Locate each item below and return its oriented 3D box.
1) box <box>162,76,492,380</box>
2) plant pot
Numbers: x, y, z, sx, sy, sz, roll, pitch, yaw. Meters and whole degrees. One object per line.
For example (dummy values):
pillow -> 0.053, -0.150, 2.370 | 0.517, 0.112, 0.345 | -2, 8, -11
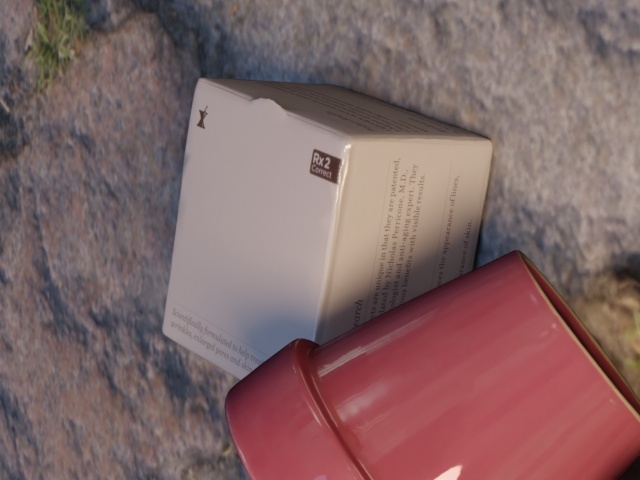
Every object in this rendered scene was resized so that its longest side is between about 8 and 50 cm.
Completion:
box -> 0.000, 0.000, 1.236 | 0.181, 0.119, 0.182 | 25, 110, 52
plant pot -> 0.077, 0.109, 1.059 | 0.180, 0.201, 0.201 | -38, 53, 7
